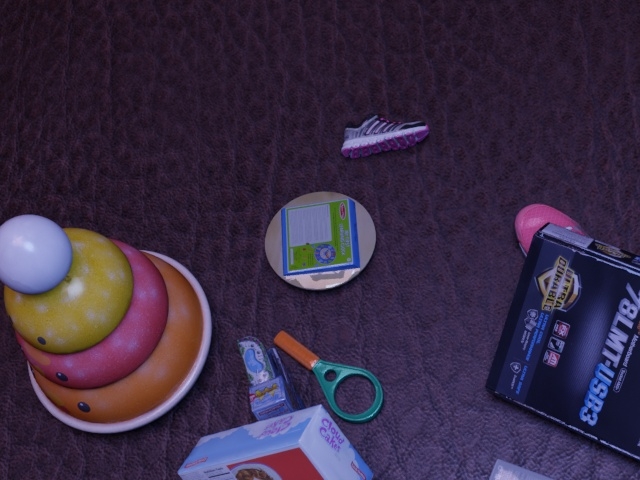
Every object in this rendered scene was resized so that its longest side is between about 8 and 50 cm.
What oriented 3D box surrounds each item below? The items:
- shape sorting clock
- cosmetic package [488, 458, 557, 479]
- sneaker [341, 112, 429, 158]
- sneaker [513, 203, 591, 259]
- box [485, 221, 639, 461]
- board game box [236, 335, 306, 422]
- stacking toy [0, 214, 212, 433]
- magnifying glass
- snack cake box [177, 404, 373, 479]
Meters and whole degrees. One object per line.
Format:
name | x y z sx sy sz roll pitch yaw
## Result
shape sorting clock | 0.000 0.000 1.838 0.206 0.040 0.206 -6 59 10
cosmetic package | 0.362 0.423 1.495 0.237 0.127 0.107 19 69 23
sneaker | 0.119 -0.211 1.902 0.170 0.063 0.075 -12 68 13
sneaker | 0.438 0.039 1.662 0.116 0.136 0.314 -32 61 -5
box | 0.433 0.158 1.543 0.293 0.073 0.296 24 115 23
board game box | -0.073 0.253 1.642 0.060 0.194 0.194 -22 62 2
stacking toy | -0.406 0.090 1.639 0.350 0.480 0.351 -6 62 11
magnifying glass | 0.011 0.231 1.733 0.231 0.026 0.092 35 76 24
snack cake box | -0.072 0.360 1.543 0.264 0.152 0.089 -22 20 35
